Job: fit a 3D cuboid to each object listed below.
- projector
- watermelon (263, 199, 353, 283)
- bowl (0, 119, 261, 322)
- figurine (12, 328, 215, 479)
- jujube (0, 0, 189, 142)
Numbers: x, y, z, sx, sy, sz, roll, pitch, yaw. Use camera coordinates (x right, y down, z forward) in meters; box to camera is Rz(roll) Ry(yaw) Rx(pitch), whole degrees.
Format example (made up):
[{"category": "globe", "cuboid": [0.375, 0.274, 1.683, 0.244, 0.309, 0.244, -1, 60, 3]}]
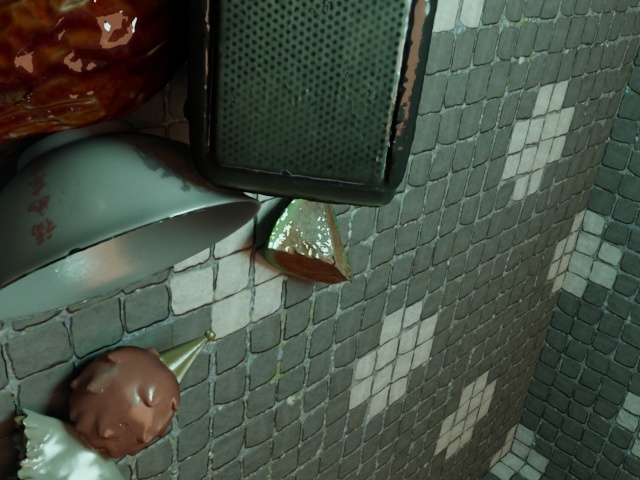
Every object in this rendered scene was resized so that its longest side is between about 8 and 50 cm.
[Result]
[{"category": "projector", "cuboid": [0.004, -0.297, 0.721, 0.395, 0.241, 0.405, -75, 172, -63]}, {"category": "watermelon", "cuboid": [-0.014, -0.015, 1.159, 0.231, 0.128, 0.146, 48, 47, -65]}, {"category": "bowl", "cuboid": [-0.254, -0.040, 0.757, 0.345, 0.345, 0.157, -19, 84, -41]}, {"category": "figurine", "cuboid": [-0.314, 0.262, 0.954, 0.207, 0.166, 0.387, 42, 71, -9]}, {"category": "jujube", "cuboid": [-0.259, -0.204, 0.658, 0.290, 0.197, 0.197, -33, 137, -17]}]
